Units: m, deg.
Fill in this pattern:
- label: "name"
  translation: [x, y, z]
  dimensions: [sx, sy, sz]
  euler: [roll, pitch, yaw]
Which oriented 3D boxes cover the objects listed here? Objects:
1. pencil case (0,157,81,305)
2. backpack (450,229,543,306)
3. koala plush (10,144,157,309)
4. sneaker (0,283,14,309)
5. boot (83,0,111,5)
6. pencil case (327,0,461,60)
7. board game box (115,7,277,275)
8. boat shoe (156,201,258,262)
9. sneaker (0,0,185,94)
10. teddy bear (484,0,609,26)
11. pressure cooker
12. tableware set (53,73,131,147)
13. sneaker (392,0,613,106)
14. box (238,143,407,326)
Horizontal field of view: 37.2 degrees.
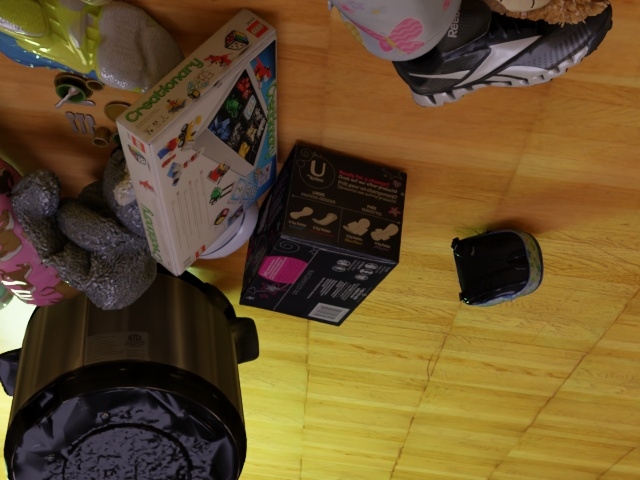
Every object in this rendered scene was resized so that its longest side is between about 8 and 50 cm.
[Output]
- label: "pencil case"
  translation: [-0.464, -0.046, 1.319]
  dimensions: [0.160, 0.167, 0.386]
  euler: [-13, 147, 15]
- label: "backpack"
  translation: [0.257, 0.036, 1.342]
  dimensions: [0.114, 0.105, 0.084]
  euler: [-17, 166, 39]
- label: "koala plush"
  translation: [-0.245, -0.042, 1.241]
  dimensions: [0.221, 0.203, 0.196]
  euler: [-36, 164, 25]
- label: "sneaker"
  translation: [-0.706, 0.034, 1.597]
  dimensions: [0.365, 0.135, 0.150]
  euler: [1, 145, -5]
- label: "boot"
  translation: [-0.124, -0.320, 0.737]
  dimensions: [0.089, 0.236, 0.269]
  euler: [29, 170, -19]
- label: "pencil case"
  translation: [0.029, -0.250, 0.782]
  dimensions: [0.124, 0.114, 0.273]
  euler: [28, 179, 25]
- label: "board game box"
  translation: [-0.129, -0.100, 1.096]
  dimensions: [0.053, 0.193, 0.305]
  euler: [37, 157, 16]
- label: "boat shoe"
  translation: [-0.199, -0.017, 1.361]
  dimensions: [0.258, 0.095, 0.084]
  euler: [-19, 156, 39]
- label: "sneaker"
  translation: [-0.268, -0.222, 1.039]
  dimensions: [0.240, 0.091, 0.126]
  euler: [25, 167, -29]
- label: "teddy bear"
  translation: [0.197, -0.287, 0.733]
  dimensions: [0.245, 0.113, 0.338]
  euler: [22, 149, -21]
- label: "pressure cooker"
  translation: [-0.306, 0.232, 1.556]
  dimensions: [0.369, 0.420, 0.375]
  euler: [32, 111, -27]
- label: "tableware set"
  translation: [-0.279, -0.162, 1.196]
  dimensions: [0.104, 0.024, 0.154]
  euler: [8, 152, 1]
- label: "sneaker"
  translation: [0.165, -0.200, 0.941]
  dimensions: [0.234, 0.078, 0.106]
  euler: [-12, 149, 37]
- label: "box"
  translation: [0.000, 0.000, 1.300]
  dimensions: [0.163, 0.142, 0.247]
  euler: [13, 153, -12]
